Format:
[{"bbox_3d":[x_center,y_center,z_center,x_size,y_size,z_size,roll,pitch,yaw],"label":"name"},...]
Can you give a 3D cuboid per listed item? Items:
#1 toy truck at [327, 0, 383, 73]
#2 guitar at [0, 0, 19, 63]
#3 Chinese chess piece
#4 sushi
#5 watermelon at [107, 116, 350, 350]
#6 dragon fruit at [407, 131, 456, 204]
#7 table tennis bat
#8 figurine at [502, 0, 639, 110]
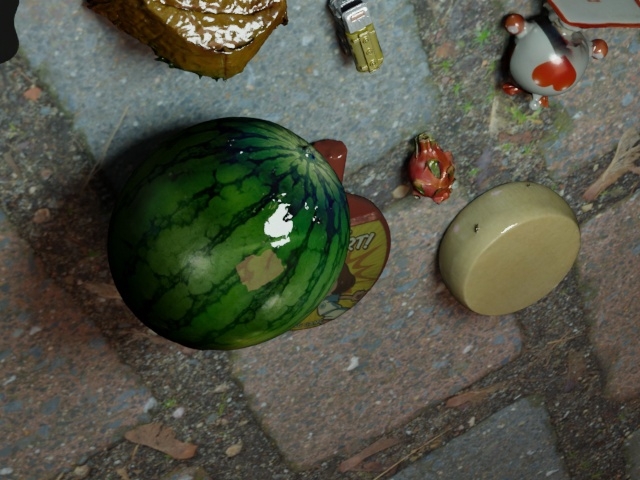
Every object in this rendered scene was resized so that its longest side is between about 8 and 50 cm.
[{"bbox_3d":[0.056,-0.306,1.946,0.052,0.063,0.123,-28,139,-6],"label":"toy truck"},{"bbox_3d":[-0.402,-0.339,1.642,0.084,0.038,0.271,-5,131,-31],"label":"guitar"},{"bbox_3d":[0.343,0.015,2.405,0.273,0.102,0.273,-18,138,-17],"label":"Chinese chess piece"},{"bbox_3d":[-0.160,-0.284,1.783,0.287,0.140,0.149,-12,97,-23],"label":"sushi"},{"bbox_3d":[-0.131,-0.009,1.909,0.363,0.363,0.363,-18,136,-18],"label":"watermelon"},{"bbox_3d":[0.183,-0.120,2.192,0.081,0.086,0.116,-1,133,20],"label":"dragon fruit"},{"bbox_3d":[0.000,0.000,2.215,0.268,0.051,0.414,-15,138,-20],"label":"table tennis bat"},{"bbox_3d":[0.375,-0.306,2.103,0.183,0.160,0.226,-4,140,-29],"label":"figurine"}]
